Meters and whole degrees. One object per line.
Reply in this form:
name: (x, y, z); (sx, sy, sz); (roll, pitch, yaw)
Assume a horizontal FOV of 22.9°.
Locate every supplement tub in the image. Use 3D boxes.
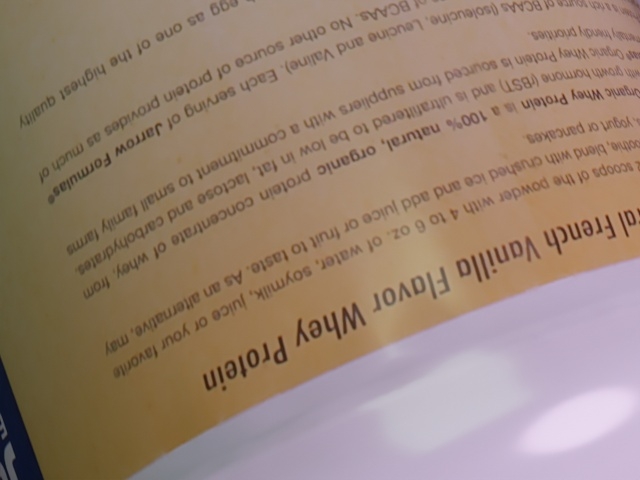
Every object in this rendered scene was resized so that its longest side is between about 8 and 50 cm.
supplement tub: (0.000, 0.000, 0.464); (0.228, 0.228, 0.316); (-18, 71, -15)
